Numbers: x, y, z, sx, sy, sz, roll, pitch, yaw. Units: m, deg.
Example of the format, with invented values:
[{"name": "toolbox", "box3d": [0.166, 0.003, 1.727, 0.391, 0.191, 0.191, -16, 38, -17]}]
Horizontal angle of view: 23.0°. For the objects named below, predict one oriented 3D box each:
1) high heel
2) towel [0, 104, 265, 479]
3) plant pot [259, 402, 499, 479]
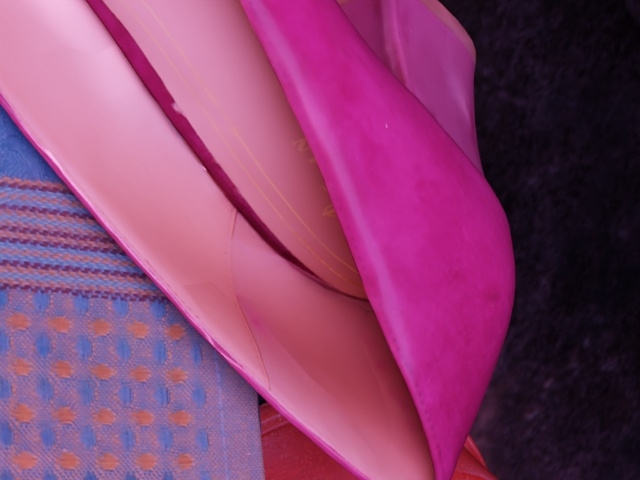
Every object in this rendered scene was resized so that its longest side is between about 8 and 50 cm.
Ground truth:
[{"name": "high heel", "box3d": [-0.069, -0.056, 0.466, 0.377, 0.127, 0.181, 25, 52, -35]}, {"name": "towel", "box3d": [-0.173, 0.011, 0.481, 0.370, 0.040, 0.271, 8, 73, -38]}, {"name": "plant pot", "box3d": [0.057, 0.242, 0.698, 0.272, 0.265, 0.272, -17, 121, -31]}]
